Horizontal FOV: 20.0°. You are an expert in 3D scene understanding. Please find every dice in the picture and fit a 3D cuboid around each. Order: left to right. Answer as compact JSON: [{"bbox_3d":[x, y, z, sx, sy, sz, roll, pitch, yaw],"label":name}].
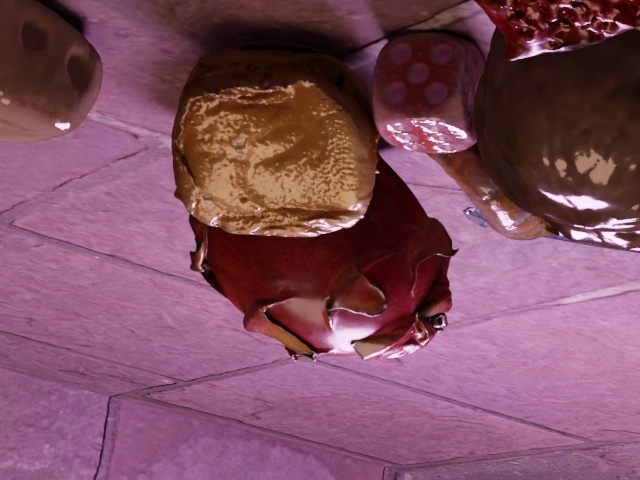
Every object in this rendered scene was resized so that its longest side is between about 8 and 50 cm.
[{"bbox_3d":[0.104,-0.138,1.711,0.094,0.091,0.093,2,162,21],"label":"dice"}]

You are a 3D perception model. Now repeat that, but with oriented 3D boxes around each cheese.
[{"bbox_3d":[-0.334,-0.168,1.783,0.235,0.117,0.218,19,162,-23],"label":"cheese"}]

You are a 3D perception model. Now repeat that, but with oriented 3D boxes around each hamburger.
[{"bbox_3d":[-0.042,-0.092,1.773,0.214,0.108,0.213,1,124,1],"label":"hamburger"}]

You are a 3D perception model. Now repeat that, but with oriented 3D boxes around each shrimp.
[{"bbox_3d":[0.183,-0.064,1.926,0.168,0.077,0.317,47,-173,17],"label":"shrimp"}]

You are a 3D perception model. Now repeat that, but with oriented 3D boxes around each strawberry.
[{"bbox_3d":[0.172,-0.228,1.288,0.184,0.187,0.201,-39,109,19],"label":"strawberry"}]

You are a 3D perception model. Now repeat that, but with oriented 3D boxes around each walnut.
[{"bbox_3d":[0.245,-0.112,1.507,0.248,0.248,0.248,8,163,2],"label":"walnut"}]

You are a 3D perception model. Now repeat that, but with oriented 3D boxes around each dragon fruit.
[{"bbox_3d":[-0.003,-0.003,1.962,0.250,0.315,0.250,-33,164,-10],"label":"dragon fruit"}]

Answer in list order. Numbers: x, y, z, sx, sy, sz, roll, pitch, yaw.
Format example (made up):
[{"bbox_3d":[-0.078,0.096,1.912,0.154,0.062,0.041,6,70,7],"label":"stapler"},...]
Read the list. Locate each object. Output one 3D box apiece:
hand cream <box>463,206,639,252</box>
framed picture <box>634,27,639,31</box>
[{"bbox_3d":[0.295,-0.016,2.090,0.256,0.055,0.088,4,173,22],"label":"hand cream"},{"bbox_3d":[0.422,-0.168,1.314,0.324,0.013,0.244,25,137,-6],"label":"framed picture"}]
